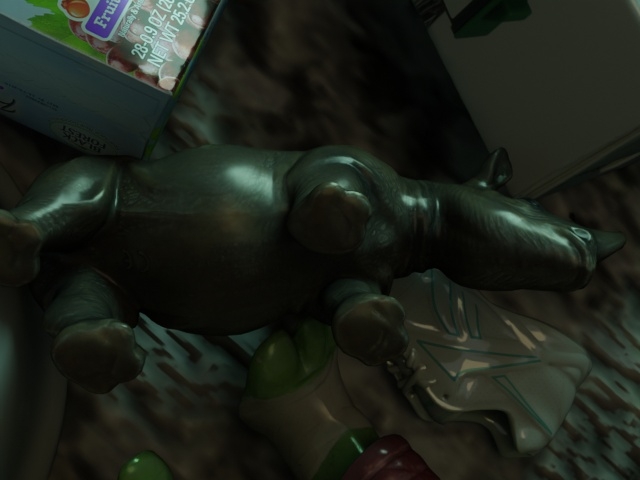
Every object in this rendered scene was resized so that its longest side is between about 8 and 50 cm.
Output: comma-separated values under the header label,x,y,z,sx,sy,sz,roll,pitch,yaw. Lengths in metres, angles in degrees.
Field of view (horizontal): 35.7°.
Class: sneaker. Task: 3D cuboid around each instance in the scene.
label,x,y,z,sx,sy,sz,roll,pitch,yaw
sneaker,0.051,0.046,0.448,0.152,0.053,0.061,30,72,-8

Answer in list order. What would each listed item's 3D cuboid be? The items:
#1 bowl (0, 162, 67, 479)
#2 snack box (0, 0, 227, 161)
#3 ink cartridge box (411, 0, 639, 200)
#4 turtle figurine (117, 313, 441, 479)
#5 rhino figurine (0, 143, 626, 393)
label,x,y,z,sx,sy,sz,roll,pitch,yaw
bowl,-0.229,0.035,0.322,0.297,0.134,0.298,5,74,-17
snack box,-0.112,-0.154,0.423,0.174,0.070,0.207,26,55,-9
ink cartridge box,0.110,-0.143,0.465,0.160,0.092,0.220,-20,81,-50
turtle figurine,0.043,0.144,0.322,0.266,0.274,0.198,41,99,21
rhino figurine,0.000,0.000,0.371,0.243,0.106,0.073,-3,104,-9
